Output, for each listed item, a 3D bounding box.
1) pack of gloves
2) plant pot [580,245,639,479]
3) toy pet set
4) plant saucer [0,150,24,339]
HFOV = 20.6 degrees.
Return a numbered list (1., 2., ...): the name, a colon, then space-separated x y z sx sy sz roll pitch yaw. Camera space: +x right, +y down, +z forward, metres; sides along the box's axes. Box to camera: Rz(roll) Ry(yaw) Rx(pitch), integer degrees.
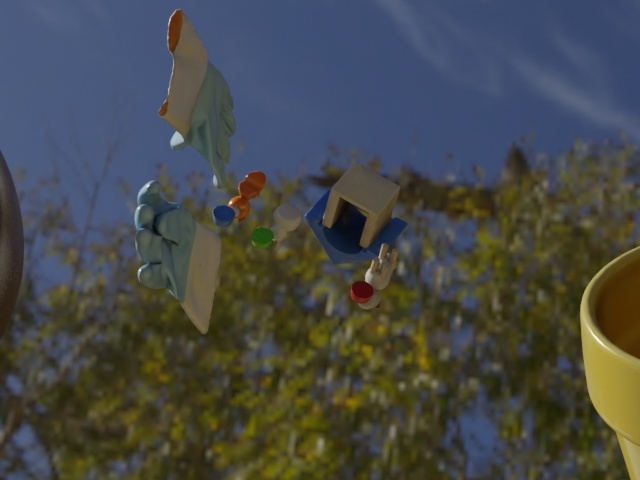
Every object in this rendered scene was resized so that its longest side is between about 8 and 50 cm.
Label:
1. pack of gloves: -0.115 -0.047 1.351 0.046 0.195 0.232 7 -12 11
2. plant pot: 0.347 0.150 1.458 0.254 0.254 0.239 -1 -63 12
3. toy pet set: 0.000 0.000 1.214 0.122 0.114 0.065 30 -41 13
4. plant saucer: -0.337 -0.022 1.186 0.311 0.310 0.050 25 -31 -22
